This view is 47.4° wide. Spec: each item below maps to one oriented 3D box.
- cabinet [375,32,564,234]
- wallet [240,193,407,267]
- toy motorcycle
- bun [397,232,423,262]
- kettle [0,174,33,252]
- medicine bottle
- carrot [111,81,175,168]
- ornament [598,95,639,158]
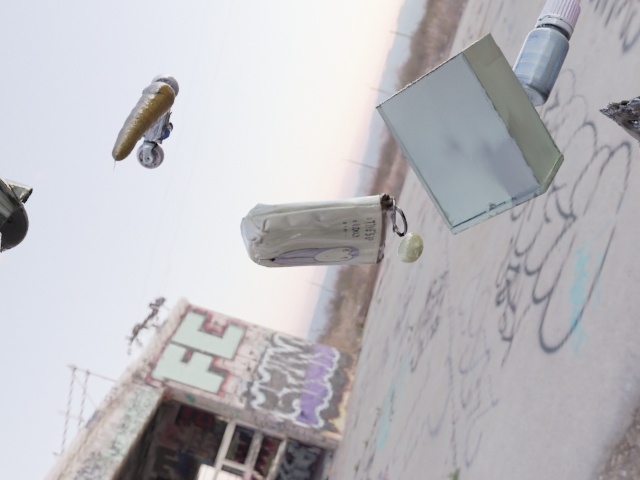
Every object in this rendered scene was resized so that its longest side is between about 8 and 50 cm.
[{"bbox_3d":[0.208,-0.147,1.001,0.145,0.206,0.150,-28,8,36],"label":"cabinet"},{"bbox_3d":[0.001,-0.003,1.274,0.335,0.274,0.068,88,-177,-72],"label":"wallet"},{"bbox_3d":[-0.430,-0.306,1.866,0.112,0.112,0.254,-61,-11,-68],"label":"toy motorcycle"},{"bbox_3d":[0.244,0.024,1.940,0.086,0.054,0.086,-34,-38,-32],"label":"bun"},{"bbox_3d":[-0.769,-0.069,1.576,0.207,0.271,0.251,-51,9,37],"label":"kettle"},{"bbox_3d":[0.418,-0.354,1.355,0.083,0.083,0.203,79,-144,-80],"label":"medicine bottle"},{"bbox_3d":[-0.418,-0.265,1.681,0.078,0.078,0.298,101,-174,-48],"label":"carrot"},{"bbox_3d":[0.667,-0.224,1.347,0.260,0.251,0.106,24,-101,-49],"label":"ornament"}]
